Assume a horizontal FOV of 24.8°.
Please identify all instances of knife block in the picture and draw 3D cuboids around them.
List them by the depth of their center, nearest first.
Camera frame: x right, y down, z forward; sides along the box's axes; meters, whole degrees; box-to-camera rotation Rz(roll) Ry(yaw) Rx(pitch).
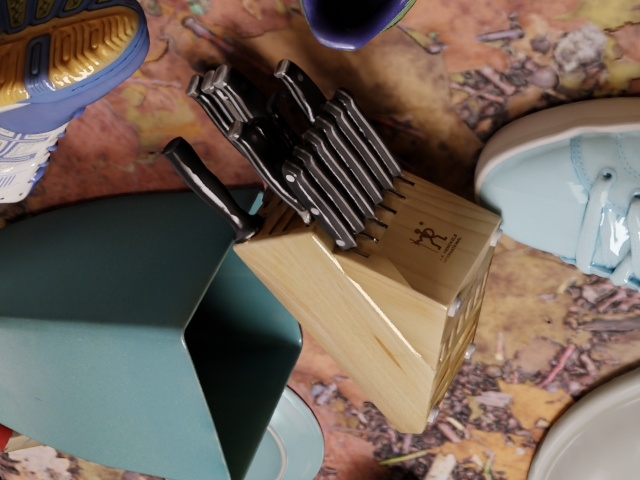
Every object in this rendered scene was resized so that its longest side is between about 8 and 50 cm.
[{"bbox_3d":[0.000,0.000,1.052,0.242,0.088,0.275,26,150,15],"label":"knife block"}]

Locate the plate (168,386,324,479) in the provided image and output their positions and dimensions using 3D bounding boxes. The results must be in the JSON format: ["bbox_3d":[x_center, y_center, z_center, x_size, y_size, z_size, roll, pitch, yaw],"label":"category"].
[{"bbox_3d":[-0.090,0.175,1.278,0.188,0.024,0.188,8,132,9],"label":"plate"}]

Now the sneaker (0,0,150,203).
[{"bbox_3d":[-0.226,-0.096,1.051,0.297,0.111,0.131,-16,141,29],"label":"sneaker"}]

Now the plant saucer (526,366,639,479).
[{"bbox_3d":[0.360,0.259,1.172,0.401,0.100,0.400,8,132,9],"label":"plant saucer"}]

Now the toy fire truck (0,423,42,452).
[{"bbox_3d":[-0.326,0.154,1.243,0.246,0.158,0.217,37,141,-20],"label":"toy fire truck"}]

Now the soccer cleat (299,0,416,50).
[{"bbox_3d":[0.046,-0.235,0.823,0.094,0.121,0.289,16,132,3],"label":"soccer cleat"}]

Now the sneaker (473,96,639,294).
[{"bbox_3d":[0.263,0.009,0.935,0.366,0.150,0.135,11,130,19],"label":"sneaker"}]

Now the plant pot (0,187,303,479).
[{"bbox_3d":[-0.161,0.067,1.122,0.234,0.165,0.165,4,130,21],"label":"plant pot"}]
